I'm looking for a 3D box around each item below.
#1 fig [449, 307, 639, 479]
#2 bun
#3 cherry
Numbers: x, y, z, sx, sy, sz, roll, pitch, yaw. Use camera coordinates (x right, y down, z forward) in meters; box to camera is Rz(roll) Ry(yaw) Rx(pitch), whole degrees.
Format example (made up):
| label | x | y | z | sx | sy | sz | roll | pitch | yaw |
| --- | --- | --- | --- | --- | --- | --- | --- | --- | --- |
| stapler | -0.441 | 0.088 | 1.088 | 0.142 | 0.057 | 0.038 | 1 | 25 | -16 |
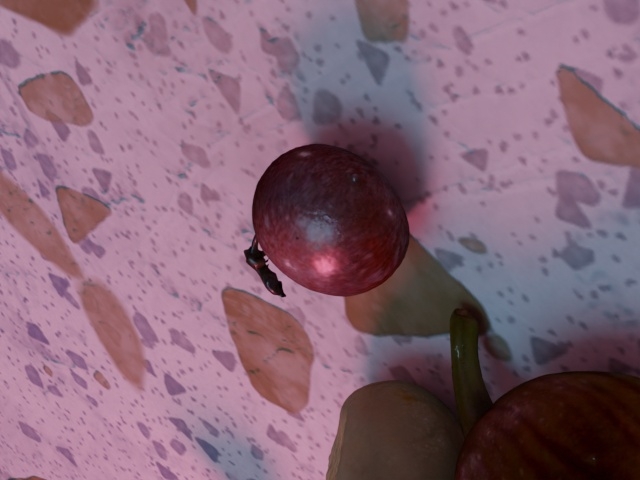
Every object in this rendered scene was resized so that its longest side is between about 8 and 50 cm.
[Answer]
| label | x | y | z | sx | sy | sz | roll | pitch | yaw |
| --- | --- | --- | --- | --- | --- | --- | --- | --- | --- |
| fig | 0.146 | 0.155 | 0.784 | 0.207 | 0.175 | 0.175 | 23 | 141 | 52 |
| bun | 0.066 | 0.211 | 0.887 | 0.127 | 0.222 | 0.222 | 3 | 137 | -3 |
| cherry | 0.000 | 0.000 | 0.844 | 0.107 | 0.090 | 0.225 | 29 | 161 | 0 |
